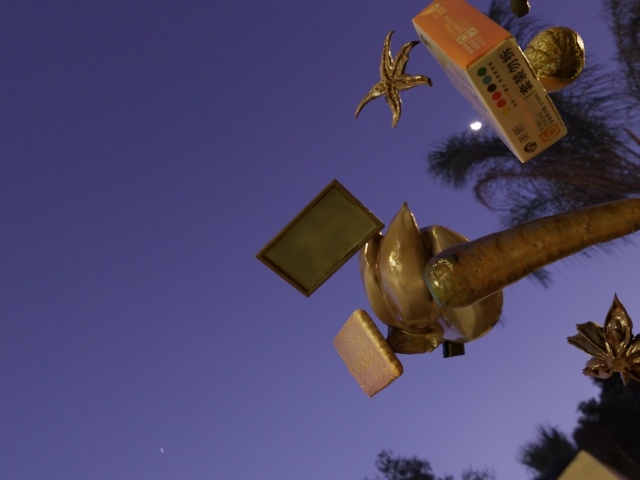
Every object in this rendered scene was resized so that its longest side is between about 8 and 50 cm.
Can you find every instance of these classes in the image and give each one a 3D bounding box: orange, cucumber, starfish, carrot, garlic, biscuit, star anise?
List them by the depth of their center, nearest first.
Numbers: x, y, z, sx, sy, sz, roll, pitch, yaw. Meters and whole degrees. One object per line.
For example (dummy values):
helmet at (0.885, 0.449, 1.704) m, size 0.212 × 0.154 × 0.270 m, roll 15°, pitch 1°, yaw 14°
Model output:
star anise at (0.335, 0.111, 0.651) m, size 0.056 × 0.124 × 0.129 m, roll -47°, pitch -58°, yaw -36°
carrot at (0.264, 0.003, 0.690) m, size 0.298 × 0.078 × 0.078 m, roll -22°, pitch -51°, yaw 19°
garlic at (0.201, 0.095, 1.109) m, size 0.325 × 0.279 × 0.132 m, roll 81°, pitch -154°, yaw -42°
cucumber at (0.278, 0.197, 1.242) m, size 0.048 × 0.048 × 0.105 m, roll -3°, pitch -92°, yaw -29°
biscuit at (0.098, 0.245, 1.262) m, size 0.030 × 0.160 × 0.249 m, roll -28°, pitch -18°, yaw -21°
starfish at (0.160, -0.365, 1.358) m, size 0.057 × 0.213 × 0.238 m, roll 3°, pitch -26°, yaw -37°
orange at (0.556, -0.430, 1.404) m, size 0.157 × 0.134 × 0.156 m, roll -18°, pitch -54°, yaw -26°

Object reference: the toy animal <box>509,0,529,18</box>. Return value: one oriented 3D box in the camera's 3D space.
toy animal at (0.170, -0.283, 0.430) m, size 0.233 × 0.148 × 0.084 m, roll 45°, pitch -129°, yaw -22°

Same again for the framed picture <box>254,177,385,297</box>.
framed picture at (0.000, 0.000, 1.055) m, size 0.201 × 0.010 × 0.136 m, roll -44°, pitch -64°, yaw 12°

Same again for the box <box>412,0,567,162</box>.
box at (0.276, -0.283, 0.992) m, size 0.091 × 0.274 × 0.221 m, roll -37°, pitch -53°, yaw 15°
